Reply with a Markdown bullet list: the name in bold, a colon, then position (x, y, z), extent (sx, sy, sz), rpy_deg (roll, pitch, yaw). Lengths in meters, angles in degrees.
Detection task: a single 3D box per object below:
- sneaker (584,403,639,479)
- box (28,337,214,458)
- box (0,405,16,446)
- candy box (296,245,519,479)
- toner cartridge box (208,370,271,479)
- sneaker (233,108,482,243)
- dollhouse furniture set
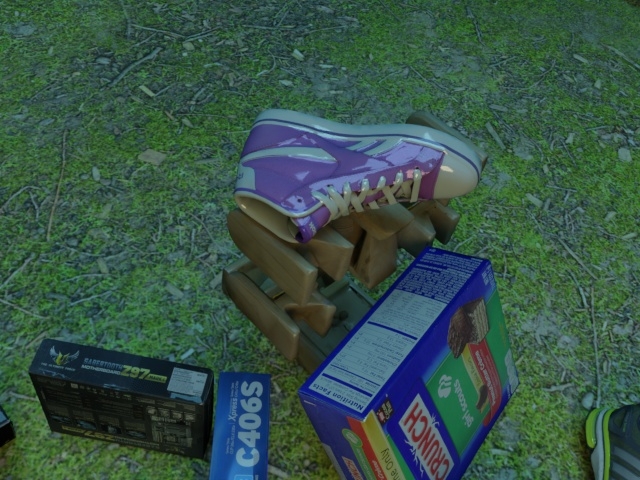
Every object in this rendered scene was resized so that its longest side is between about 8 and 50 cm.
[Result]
- **sneaker**: position (0.476, 0.369, 0.952), extent (0.111, 0.121, 0.300), rpy_deg (27, 45, -24)
- **box**: position (-0.268, 0.225, 0.906), extent (0.233, 0.183, 0.059), rpy_deg (11, 48, -1)
- **box**: position (-0.492, 0.215, 0.863), extent (0.093, 0.156, 0.158), rpy_deg (-33, 82, -31)
- **candy box**: position (0.145, 0.211, 0.926), extent (0.122, 0.268, 0.317), rpy_deg (13, 46, 43)
- **toner cartridge box**: position (-0.112, 0.361, 0.833), extent (0.075, 0.165, 0.348), rpy_deg (4, 49, -6)
- **sneaker**: position (0.039, -0.053, 0.751), extent (0.282, 0.102, 0.161), rpy_deg (7, 55, 9)
- **dollhouse furniture set**: position (0.000, 0.000, 1.013), extent (0.362, 0.394, 0.256), rpy_deg (-33, 62, -33)
